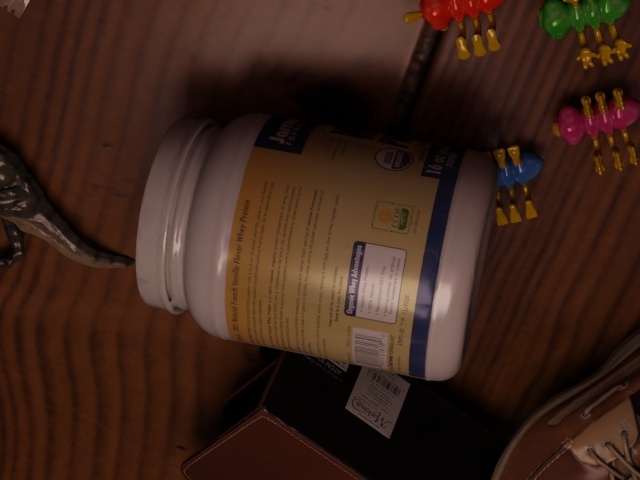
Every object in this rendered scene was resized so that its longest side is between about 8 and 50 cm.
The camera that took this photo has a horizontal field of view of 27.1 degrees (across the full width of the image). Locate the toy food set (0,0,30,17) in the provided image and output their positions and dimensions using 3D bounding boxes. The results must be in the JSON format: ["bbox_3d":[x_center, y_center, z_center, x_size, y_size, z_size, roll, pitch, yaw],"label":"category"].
[{"bbox_3d":[-0.354,-0.311,1.291,0.192,0.038,0.132,30,110,-10],"label":"toy food set"}]

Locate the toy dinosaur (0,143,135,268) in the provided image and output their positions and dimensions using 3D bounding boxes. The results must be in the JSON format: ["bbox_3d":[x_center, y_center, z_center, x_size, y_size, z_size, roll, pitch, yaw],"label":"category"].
[{"bbox_3d":[-0.331,-0.030,1.398,0.118,0.064,0.268,-39,109,9],"label":"toy dinosaur"}]

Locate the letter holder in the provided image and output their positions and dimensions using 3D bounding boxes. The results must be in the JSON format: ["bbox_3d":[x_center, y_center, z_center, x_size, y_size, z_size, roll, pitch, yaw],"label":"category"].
[{"bbox_3d":[0.030,0.246,1.450,0.302,0.152,0.214,36,138,-12],"label":"letter holder"}]

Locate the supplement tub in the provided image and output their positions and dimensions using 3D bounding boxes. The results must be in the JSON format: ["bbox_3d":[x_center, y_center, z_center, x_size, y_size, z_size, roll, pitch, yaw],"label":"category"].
[{"bbox_3d":[0.000,0.000,1.293,0.316,0.228,0.228,11,113,9],"label":"supplement tub"}]

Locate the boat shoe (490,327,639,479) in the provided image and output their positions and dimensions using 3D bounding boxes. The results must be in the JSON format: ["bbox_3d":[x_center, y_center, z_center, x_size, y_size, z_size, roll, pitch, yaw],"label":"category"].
[{"bbox_3d":[0.302,0.204,1.371,0.324,0.116,0.123,-45,109,-14],"label":"boat shoe"}]

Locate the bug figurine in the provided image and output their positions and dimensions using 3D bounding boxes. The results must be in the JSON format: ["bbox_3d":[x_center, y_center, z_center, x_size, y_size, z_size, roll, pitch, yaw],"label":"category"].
[{"bbox_3d":[0.207,-0.158,1.314,0.216,0.072,0.279,-9,119,12],"label":"bug figurine"}]
